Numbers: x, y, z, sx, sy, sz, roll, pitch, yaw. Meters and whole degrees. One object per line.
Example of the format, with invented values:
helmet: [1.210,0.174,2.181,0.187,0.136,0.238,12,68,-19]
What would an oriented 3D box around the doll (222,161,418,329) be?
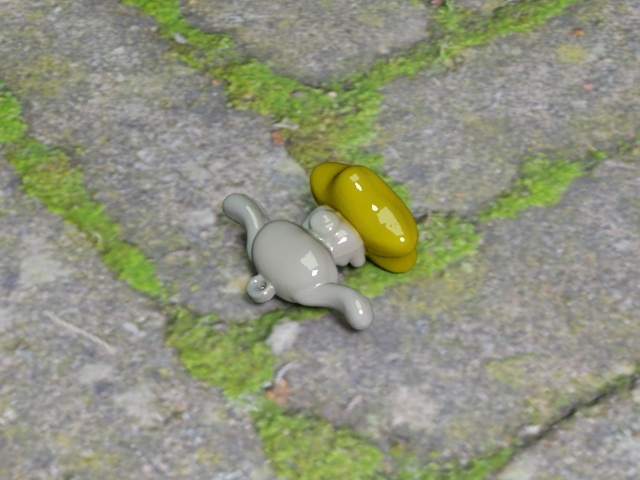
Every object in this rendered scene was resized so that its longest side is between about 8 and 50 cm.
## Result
doll: [0.005,0.004,1.048,0.113,0.071,0.135,-17,47,-3]
